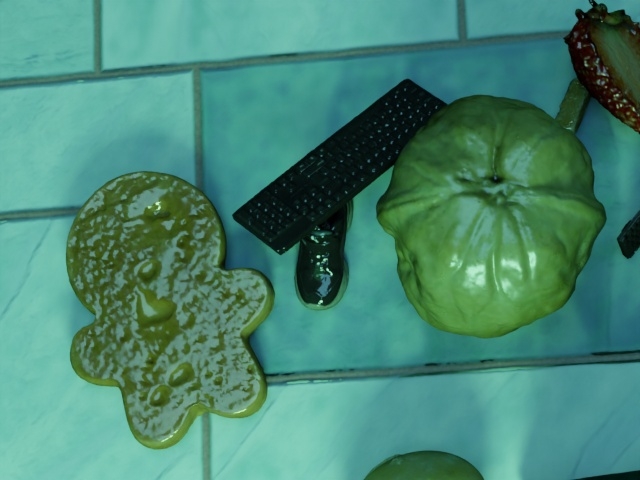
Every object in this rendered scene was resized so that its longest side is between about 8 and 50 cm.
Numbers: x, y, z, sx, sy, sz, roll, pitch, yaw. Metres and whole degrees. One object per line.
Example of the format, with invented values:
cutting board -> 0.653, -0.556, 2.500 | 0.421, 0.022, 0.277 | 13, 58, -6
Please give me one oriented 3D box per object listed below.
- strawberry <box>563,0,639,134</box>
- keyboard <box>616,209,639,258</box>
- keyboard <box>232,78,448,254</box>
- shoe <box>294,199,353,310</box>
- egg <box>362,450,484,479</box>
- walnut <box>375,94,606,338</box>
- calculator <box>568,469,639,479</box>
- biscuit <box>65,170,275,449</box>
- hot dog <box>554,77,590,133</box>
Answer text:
strawberry -> 0.369, -0.192, 1.976 | 0.087, 0.167, 0.208 | -29, 73, 33
keyboard -> 0.439, -0.067, 1.971 | 0.013, 0.061, 0.204 | 38, 84, 30
keyboard -> 0.033, -0.095, 1.998 | 0.310, 0.018, 0.101 | -39, 56, -20
shoe -> 0.000, 0.000, 1.996 | 0.071, 0.099, 0.169 | 5, 75, 10
egg -> 0.108, 0.334, 1.875 | 0.201, 0.164, 0.164 | -39, 75, 2
walnut -> 0.200, -0.032, 1.887 | 0.253, 0.277, 0.282 | -23, 87, -6
calculator -> 0.349, 0.297, 1.803 | 0.274, 0.248, 0.058 | -8, 83, 5
biscuit -> -0.201, 0.082, 2.030 | 0.275, 0.052, 0.355 | -24, 74, 1
hot dog -> 0.323, -0.165, 2.026 | 0.030, 0.034, 0.090 | 14, 60, 21
